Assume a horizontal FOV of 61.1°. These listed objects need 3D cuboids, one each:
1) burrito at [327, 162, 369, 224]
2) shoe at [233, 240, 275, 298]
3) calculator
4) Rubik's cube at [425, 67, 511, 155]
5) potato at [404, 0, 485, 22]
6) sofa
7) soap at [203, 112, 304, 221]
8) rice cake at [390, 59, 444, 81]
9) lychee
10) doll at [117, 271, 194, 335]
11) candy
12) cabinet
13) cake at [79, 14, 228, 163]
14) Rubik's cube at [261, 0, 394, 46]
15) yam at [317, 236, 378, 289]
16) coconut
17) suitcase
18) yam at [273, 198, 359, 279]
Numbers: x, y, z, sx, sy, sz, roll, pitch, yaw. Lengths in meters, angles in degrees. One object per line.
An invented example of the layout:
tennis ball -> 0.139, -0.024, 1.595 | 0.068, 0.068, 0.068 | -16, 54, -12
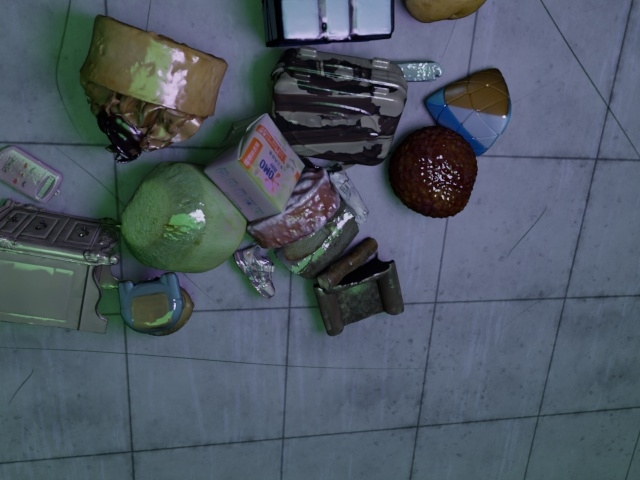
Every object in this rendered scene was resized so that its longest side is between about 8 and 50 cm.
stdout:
burrito -> 0.085, -0.134, 1.609 | 0.064, 0.064, 0.203 | -31, 112, 0
shoe -> -0.179, 0.084, 1.616 | 0.092, 0.089, 0.180 | -36, 105, -1
calculator -> -0.765, -0.171, 1.421 | 0.175, 0.032, 0.100 | 35, 98, -21
Rubik's cube -> 0.467, -0.334, 1.541 | 0.254, 0.254, 0.255 | -4, 110, -11
potato -> 0.325, -0.679, 1.398 | 0.285, 0.242, 0.243 | -7, 110, -17
sofa -> 0.118, 0.176, 1.660 | 0.258, 0.182, 0.200 | -17, 113, -6
soap -> -0.161, -0.181, 1.365 | 0.138, 0.182, 0.199 | -7, 136, 36
rice cake -> 0.178, -0.469, 1.507 | 0.335, 0.066, 0.063 | -3, 114, -11
lychee -> 0.324, -0.192, 1.549 | 0.260, 0.260, 0.261 | -4, 110, -11
doll -> -0.449, 0.184, 1.504 | 0.176, 0.261, 0.162 | -12, 81, -10
candy -> -0.080, -0.086, 1.496 | 0.289, 0.214, 0.157 | -25, 117, 24
cabinet -> -0.677, 0.060, 1.384 | 0.317, 0.290, 0.228 | 10, 106, -17
cake -> -0.412, -0.330, 1.292 | 0.332, 0.332, 0.321 | 15, 107, -17
Rubik's cube -> 0.004, -0.620, 1.301 | 0.283, 0.288, 0.294 | -9, 108, -9
yam -> 0.087, 0.065, 1.605 | 0.252, 0.061, 0.061 | -35, 119, -41
coconut -> -0.347, -0.056, 1.433 | 0.281, 0.328, 0.329 | 16, 110, 27
suitcase -> 0.030, -0.329, 1.431 | 0.351, 0.194, 0.339 | 8, 144, -4
yam -> 0.000, 0.000, 1.595 | 0.254, 0.154, 0.154 | -45, 112, 0
